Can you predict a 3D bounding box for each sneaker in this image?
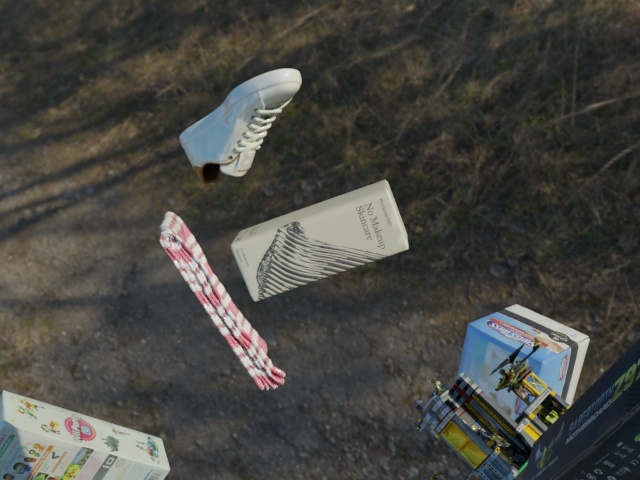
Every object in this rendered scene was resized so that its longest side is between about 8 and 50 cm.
[{"bbox_3d":[-0.122,-0.186,1.270,0.106,0.123,0.290,-13,-11,-47],"label":"sneaker"}]

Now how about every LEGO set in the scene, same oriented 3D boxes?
[{"bbox_3d":[0.251,0.313,1.232,0.331,0.255,0.192,-29,63,-39],"label":"LEGO set"}]

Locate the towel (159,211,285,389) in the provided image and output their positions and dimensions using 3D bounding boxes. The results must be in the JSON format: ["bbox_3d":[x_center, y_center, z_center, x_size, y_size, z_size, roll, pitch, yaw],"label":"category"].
[{"bbox_3d":[-0.106,0.057,0.777,0.029,0.197,0.144,-33,15,-5],"label":"towel"}]

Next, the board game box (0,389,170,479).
[{"bbox_3d":[-0.452,0.409,1.277,0.224,0.303,0.097,-54,34,11],"label":"board game box"}]

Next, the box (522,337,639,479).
[{"bbox_3d":[0.228,0.116,0.363,0.183,0.232,0.059,27,51,8],"label":"box"}]

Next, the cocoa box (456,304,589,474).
[{"bbox_3d":[0.501,0.381,1.911,0.228,0.347,0.231,-13,28,-41],"label":"cocoa box"}]

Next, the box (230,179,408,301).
[{"bbox_3d":[0.000,0.000,1.233,0.275,0.113,0.094,-20,12,9],"label":"box"}]
